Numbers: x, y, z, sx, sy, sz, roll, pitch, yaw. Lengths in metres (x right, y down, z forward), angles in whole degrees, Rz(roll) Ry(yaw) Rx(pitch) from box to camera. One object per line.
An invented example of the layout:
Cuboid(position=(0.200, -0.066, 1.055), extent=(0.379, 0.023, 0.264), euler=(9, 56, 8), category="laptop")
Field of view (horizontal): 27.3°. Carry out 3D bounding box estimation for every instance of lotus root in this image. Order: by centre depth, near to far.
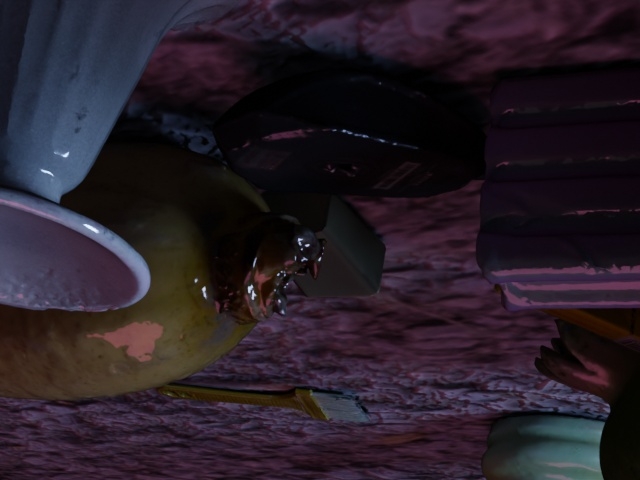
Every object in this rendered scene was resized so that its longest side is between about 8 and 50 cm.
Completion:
Cuboid(position=(-0.137, 0.022, 0.841), extent=(0.343, 0.169, 0.151), euler=(-3, 129, 31), category="lotus root")

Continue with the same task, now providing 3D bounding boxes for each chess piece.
Cuboid(position=(0.224, 0.325, 1.247), extent=(0.176, 0.298, 0.176), euler=(9, 158, 4), category="chess piece")

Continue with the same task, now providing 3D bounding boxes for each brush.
Cuboid(position=(-0.062, 0.160, 1.333), extent=(0.218, 0.010, 0.082), euler=(4, 157, 14), category="brush")

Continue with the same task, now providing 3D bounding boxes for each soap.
Cuboid(position=(0.185, -0.028, 0.677), extent=(0.203, 0.122, 0.065), euler=(-1, 156, 25), category="soap")

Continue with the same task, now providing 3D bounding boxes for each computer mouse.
Cuboid(position=(0.020, -0.062, 0.747), extent=(0.172, 0.057, 0.099), euler=(7, 158, -24), category="computer mouse")

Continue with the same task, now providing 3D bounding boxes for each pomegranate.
Cuboid(position=(0.264, 0.124, 0.956), extent=(0.225, 0.187, 0.187), euler=(33, 160, 13), category="pomegranate")

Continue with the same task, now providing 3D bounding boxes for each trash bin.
Cuboid(position=(0.000, 0.000, 0.910), extent=(0.061, 0.043, 0.092), euler=(-2, 151, 25), category="trash bin")

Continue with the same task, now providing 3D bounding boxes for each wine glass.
Cuboid(position=(-0.120, -0.081, 0.579), extent=(0.165, 0.196, 0.165), euler=(9, 155, 4), category="wine glass")

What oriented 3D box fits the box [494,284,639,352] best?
Cuboid(position=(0.174, 0.015, 0.819), extent=(0.155, 0.087, 0.023), euler=(23, 156, -29), category="box")
